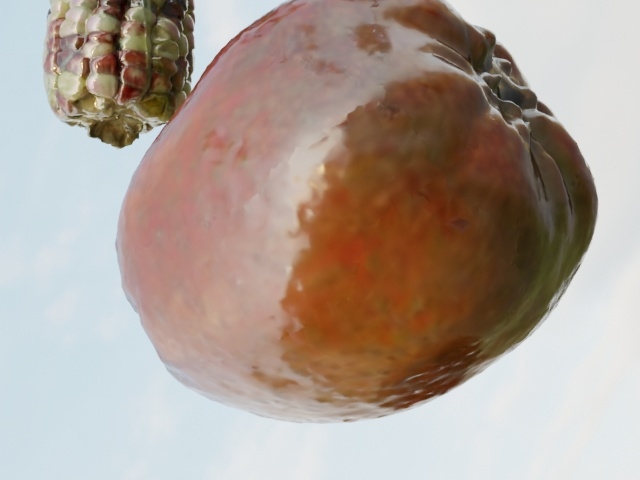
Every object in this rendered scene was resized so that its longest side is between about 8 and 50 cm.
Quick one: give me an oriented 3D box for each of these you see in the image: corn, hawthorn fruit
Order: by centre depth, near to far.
[{"bbox_3d":[0.000,0.000,0.911,0.262,0.210,0.210,-38,-11,28],"label":"hawthorn fruit"},{"bbox_3d":[-0.123,-0.194,1.106,0.092,0.092,0.281,37,-132,-65],"label":"corn"}]
